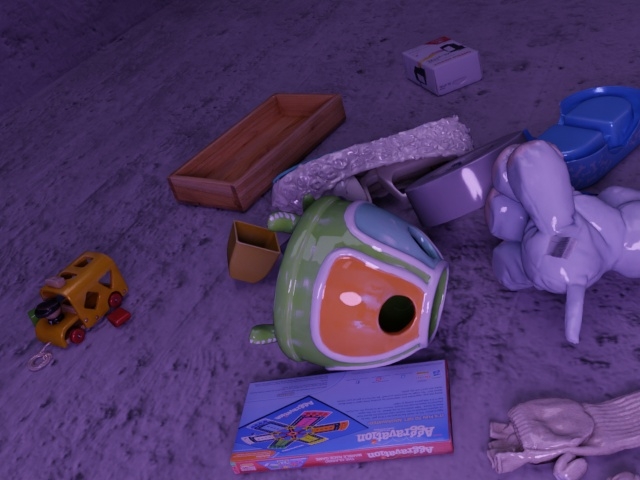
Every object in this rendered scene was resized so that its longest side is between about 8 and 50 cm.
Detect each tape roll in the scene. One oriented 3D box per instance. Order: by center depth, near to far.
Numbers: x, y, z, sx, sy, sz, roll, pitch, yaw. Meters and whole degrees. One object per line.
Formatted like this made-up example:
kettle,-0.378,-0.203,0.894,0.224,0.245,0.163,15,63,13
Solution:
tape roll,0.254,-0.103,1.240,0.219,0.072,0.219,-28,4,2

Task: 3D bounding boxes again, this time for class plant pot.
plant pot,-0.125,0.027,1.293,0.081,0.083,0.081,15,25,-19

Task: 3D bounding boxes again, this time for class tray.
tray,-0.136,-0.213,1.686,0.203,0.076,0.411,9,41,35

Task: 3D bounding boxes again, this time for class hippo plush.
hippo plush,0.379,-0.032,1.005,0.237,0.234,0.294,-8,12,-6

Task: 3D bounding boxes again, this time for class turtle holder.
turtle holder,0.060,0.071,1.044,0.228,0.320,0.243,11,77,17

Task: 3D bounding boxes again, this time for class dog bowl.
dog bowl,0.480,-0.185,1.343,0.297,0.074,0.166,-36,36,-28

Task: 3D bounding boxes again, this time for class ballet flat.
ballet flat,0.108,-0.118,1.378,0.409,0.147,0.147,-21,32,-4

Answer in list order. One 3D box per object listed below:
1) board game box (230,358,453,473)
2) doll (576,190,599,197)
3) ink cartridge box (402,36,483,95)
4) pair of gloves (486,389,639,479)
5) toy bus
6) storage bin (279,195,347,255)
board game box,0.030,0.230,0.967,0.282,0.027,0.145,-9,31,13
doll,0.400,-0.056,1.208,0.189,0.046,0.129,6,29,23
ink cartridge box,0.298,-0.431,1.809,0.128,0.072,0.175,-23,32,-10
pair of gloves,0.287,0.254,0.792,0.204,0.042,0.240,-11,32,11
toy bus,-0.448,0.105,1.317,0.191,0.104,0.202,-21,32,-5
storage bin,0.000,0.000,1.288,0.135,0.098,0.091,-44,13,-35
